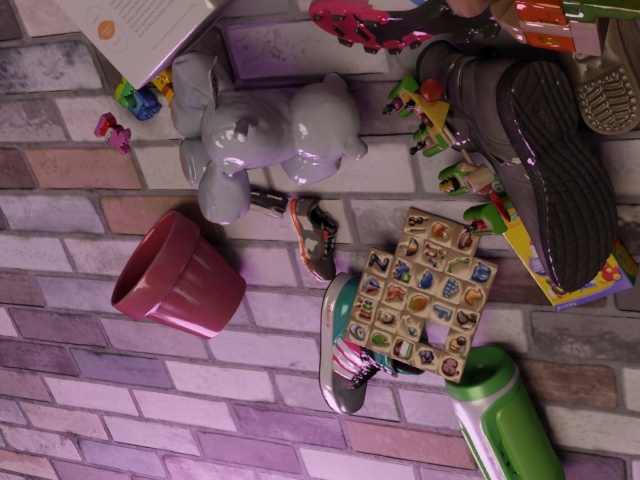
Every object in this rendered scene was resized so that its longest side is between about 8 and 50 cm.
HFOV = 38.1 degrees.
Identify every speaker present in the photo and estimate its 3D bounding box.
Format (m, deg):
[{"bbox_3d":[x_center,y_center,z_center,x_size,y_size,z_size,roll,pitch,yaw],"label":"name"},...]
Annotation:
[{"bbox_3d":[0.309,0.322,1.538,0.131,0.131,0.296,-10,118,35],"label":"speaker"}]

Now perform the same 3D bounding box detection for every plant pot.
[{"bbox_3d":[-0.240,0.076,1.635,0.180,0.201,0.201,35,136,-19],"label":"plant pot"}]

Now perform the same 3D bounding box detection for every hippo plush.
[{"bbox_3d":[-0.071,-0.182,1.329,0.234,0.237,0.294,67,157,21],"label":"hippo plush"}]

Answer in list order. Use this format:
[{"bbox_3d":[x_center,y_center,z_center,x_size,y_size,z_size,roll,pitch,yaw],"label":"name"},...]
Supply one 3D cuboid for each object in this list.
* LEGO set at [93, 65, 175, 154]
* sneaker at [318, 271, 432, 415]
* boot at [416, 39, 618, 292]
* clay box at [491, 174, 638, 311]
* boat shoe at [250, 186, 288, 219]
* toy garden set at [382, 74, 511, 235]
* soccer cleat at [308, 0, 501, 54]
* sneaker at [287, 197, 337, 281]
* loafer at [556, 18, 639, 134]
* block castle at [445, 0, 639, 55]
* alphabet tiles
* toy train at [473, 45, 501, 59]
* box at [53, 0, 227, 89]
[{"bbox_3d":[-0.269,-0.223,1.479,0.093,0.087,0.227,49,135,10],"label":"LEGO set"},{"bbox_3d":[0.101,0.203,1.579,0.178,0.124,0.295,20,131,29],"label":"sneaker"},{"bbox_3d":[0.256,-0.106,1.218,0.223,0.118,0.338,31,146,58],"label":"boot"},{"bbox_3d":[0.337,-0.011,1.319,0.127,0.053,0.222,-26,109,40],"label":"clay box"},{"bbox_3d":[-0.112,-0.070,1.543,0.125,0.038,0.046,18,173,24],"label":"boat shoe"},{"bbox_3d":[0.165,-0.104,1.232,0.244,0.049,0.204,57,175,-2],"label":"toy garden set"},{"bbox_3d":[0.125,-0.323,1.180,0.331,0.143,0.116,10,165,47],"label":"soccer cleat"},{"bbox_3d":[0.000,0.000,1.519,0.065,0.061,0.158,-11,118,28],"label":"sneaker"},{"bbox_3d":[0.325,-0.261,1.113,0.102,0.092,0.268,-11,102,34],"label":"loafer"},{"bbox_3d":[0.320,-0.343,0.879,0.453,0.213,0.303,14,89,21],"label":"block castle"},{"bbox_3d":[0.158,0.078,1.442,0.198,0.009,0.237,20,101,16],"label":"alphabet tiles"},{"bbox_3d":[0.261,-0.193,1.237,0.158,0.036,0.027,52,168,-11],"label":"toy train"},{"bbox_3d":[-0.278,-0.423,1.279,0.345,0.168,0.215,48,133,-11],"label":"box"}]
